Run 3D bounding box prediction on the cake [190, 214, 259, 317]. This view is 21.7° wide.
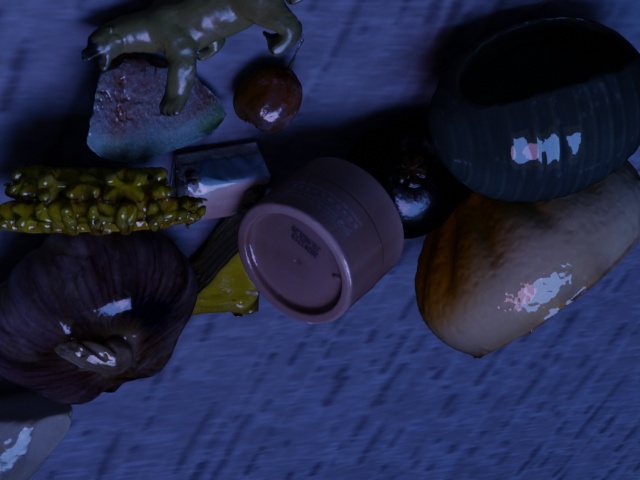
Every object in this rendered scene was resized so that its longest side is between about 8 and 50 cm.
[{"bbox_3d":[-0.120,0.022,1.884,0.116,0.080,0.185,-6,154,-2],"label":"cake"}]

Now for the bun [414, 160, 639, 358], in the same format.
[{"bbox_3d":[0.225,-0.014,1.891,0.299,0.165,0.299,-38,-173,5],"label":"bun"}]

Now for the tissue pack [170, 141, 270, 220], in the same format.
[{"bbox_3d":[-0.109,-0.061,1.774,0.094,0.059,0.074,-10,147,-18],"label":"tissue pack"}]

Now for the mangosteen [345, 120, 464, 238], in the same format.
[{"bbox_3d":[0.088,-0.064,1.837,0.137,0.137,0.151,-17,178,-7],"label":"mangosteen"}]

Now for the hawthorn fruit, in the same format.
[{"bbox_3d":[-0.043,-0.159,1.694,0.067,0.067,0.103,31,93,-49],"label":"hawthorn fruit"}]

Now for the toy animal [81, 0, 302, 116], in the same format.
[{"bbox_3d":[-0.112,-0.207,1.569,0.218,0.103,0.101,-29,125,12],"label":"toy animal"}]

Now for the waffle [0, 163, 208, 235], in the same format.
[{"bbox_3d":[-0.217,-0.042,1.662,0.197,0.070,0.193,-2,-177,-35],"label":"waffle"}]

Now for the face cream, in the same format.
[{"bbox_3d":[0.000,0.000,1.764,0.104,0.149,0.149,-41,161,-41],"label":"face cream"}]

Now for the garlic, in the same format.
[{"bbox_3d":[-0.242,0.088,1.810,0.245,0.160,0.245,-22,144,-17],"label":"garlic"}]

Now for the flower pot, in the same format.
[{"bbox_3d":[0.231,-0.135,1.747,0.243,0.189,0.157,-18,135,-12],"label":"flower pot"}]

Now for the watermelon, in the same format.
[{"bbox_3d":[-0.170,-0.132,1.645,0.180,0.081,0.094,5,123,-56],"label":"watermelon"}]

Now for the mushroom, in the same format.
[{"bbox_3d":[-0.439,0.277,1.986,0.350,0.128,0.128,-35,143,23],"label":"mushroom"}]
